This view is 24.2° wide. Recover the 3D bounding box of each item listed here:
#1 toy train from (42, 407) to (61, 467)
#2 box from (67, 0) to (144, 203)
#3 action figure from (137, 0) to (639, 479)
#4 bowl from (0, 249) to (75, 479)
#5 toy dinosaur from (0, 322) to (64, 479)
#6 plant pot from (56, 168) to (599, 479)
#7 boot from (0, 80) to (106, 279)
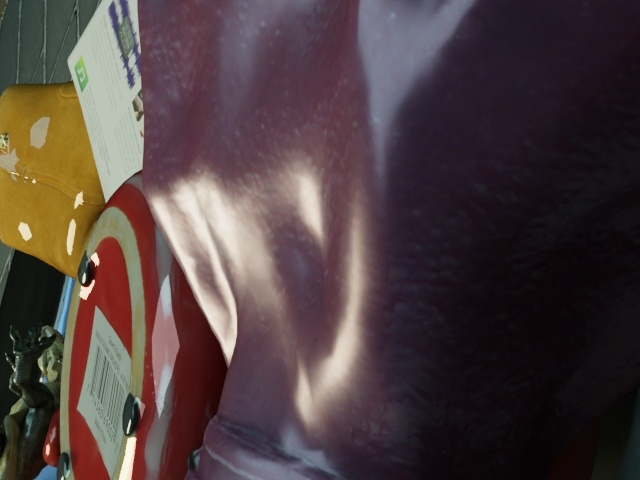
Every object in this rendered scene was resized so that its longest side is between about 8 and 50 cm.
[{"bbox_3d":[-0.169,0.226,1.090,0.143,0.105,0.248,-133,59,-79],"label":"toy train"},{"bbox_3d":[-0.066,-0.089,0.938,0.322,0.058,0.232,-42,61,57],"label":"box"},{"bbox_3d":[0.015,0.070,0.431,0.248,0.276,0.370,-158,78,-66],"label":"action figure"},{"bbox_3d":[-0.249,0.071,1.442,0.391,0.077,0.391,-165,90,-71],"label":"bowl"},{"bbox_3d":[-0.221,0.135,1.054,0.268,0.064,0.118,-70,-20,-47],"label":"toy dinosaur"},{"bbox_3d":[-0.006,0.054,0.602,0.191,0.174,0.191,-173,90,-68],"label":"plant pot"},{"bbox_3d":[-0.180,-0.110,1.207,0.211,0.104,0.295,20,104,35],"label":"boot"}]
